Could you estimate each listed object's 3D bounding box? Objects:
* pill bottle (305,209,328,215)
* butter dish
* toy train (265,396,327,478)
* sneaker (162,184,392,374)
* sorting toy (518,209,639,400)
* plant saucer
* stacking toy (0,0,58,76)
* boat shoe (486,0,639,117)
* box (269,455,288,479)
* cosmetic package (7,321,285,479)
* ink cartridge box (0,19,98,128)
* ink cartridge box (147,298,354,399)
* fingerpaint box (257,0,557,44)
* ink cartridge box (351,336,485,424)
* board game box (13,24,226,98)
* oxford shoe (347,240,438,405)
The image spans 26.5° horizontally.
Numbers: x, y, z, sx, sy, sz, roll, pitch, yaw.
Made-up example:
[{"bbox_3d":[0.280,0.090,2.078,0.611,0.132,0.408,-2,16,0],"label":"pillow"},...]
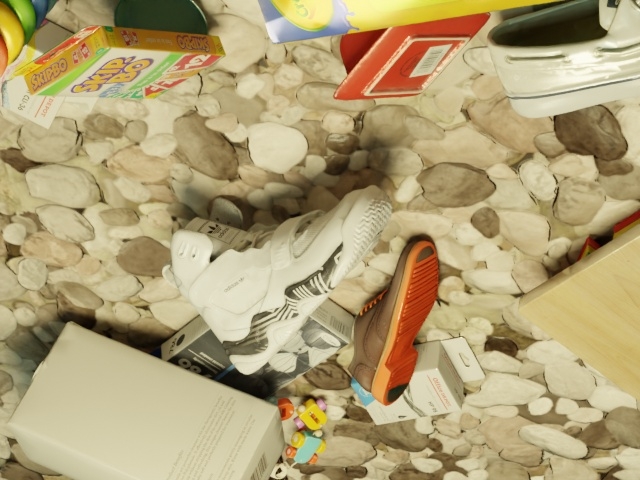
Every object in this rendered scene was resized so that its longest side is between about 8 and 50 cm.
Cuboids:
[{"bbox_3d":[0.000,0.000,1.898,0.043,0.043,0.083,-1,134,12],"label":"pill bottle"},{"bbox_3d":[0.087,-0.249,1.591,0.160,0.118,0.160,-8,150,-42],"label":"butter dish"},{"bbox_3d":[-0.051,0.300,2.177,0.125,0.046,0.166,-17,128,-18],"label":"toy train"},{"bbox_3d":[-0.072,0.011,1.814,0.210,0.137,0.366,43,128,2],"label":"sneaker"},{"bbox_3d":[0.450,0.074,1.849,0.257,0.089,0.255,35,131,-23],"label":"sorting toy"},{"bbox_3d":[-0.196,-0.272,1.684,0.119,0.021,0.119,6,134,6],"label":"plant saucer"},{"bbox_3d":[-0.372,-0.252,1.519,0.141,0.330,0.141,6,135,6],"label":"stacking toy"},{"bbox_3d":[0.353,-0.259,1.524,0.367,0.136,0.156,-11,129,34],"label":"boat shoe"},{"bbox_3d":[-0.157,0.441,2.253,0.168,0.203,0.167,1,135,11],"label":"box"},{"bbox_3d":[-0.259,0.291,2.053,0.365,0.197,0.155,21,151,16],"label":"cosmetic package"},{"bbox_3d":[-0.373,-0.223,1.735,0.198,0.067,0.115,26,133,-14],"label":"ink cartridge box"},{"bbox_3d":[-0.118,0.168,2.075,0.165,0.065,0.332,34,132,-22],"label":"ink cartridge box"},{"bbox_3d":[0.069,-0.444,1.361,0.371,0.163,0.445,-7,132,17],"label":"fingerpaint box"},{"bbox_3d":[0.150,0.215,2.068,0.180,0.060,0.104,-13,130,23],"label":"ink cartridge box"},{"bbox_3d":[-0.231,-0.207,1.589,0.124,0.039,0.259,-26,169,29],"label":"board game box"},{"bbox_3d":[0.095,0.108,1.947,0.098,0.097,0.271,32,122,28],"label":"oxford shoe"}]
